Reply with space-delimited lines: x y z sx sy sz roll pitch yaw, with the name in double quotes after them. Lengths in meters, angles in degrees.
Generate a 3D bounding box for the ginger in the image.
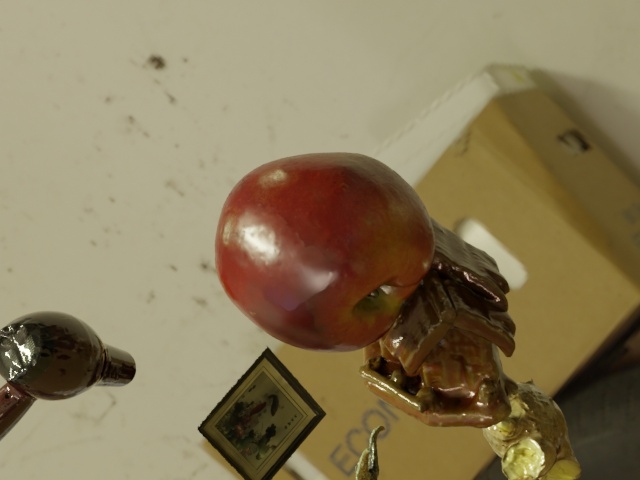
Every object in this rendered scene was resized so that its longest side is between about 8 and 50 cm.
0.279 0.260 1.538 0.102 0.157 0.216 -30 -27 22 "ginger"

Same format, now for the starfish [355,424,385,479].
0.069 0.404 1.916 0.176 0.053 0.208 92 -165 -49 "starfish"

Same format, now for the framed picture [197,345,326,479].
-0.102 0.321 2.016 0.195 0.199 0.010 -48 30 -17 "framed picture"

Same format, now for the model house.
0.121 0.083 1.358 0.220 0.229 0.199 -10 29 13 "model house"

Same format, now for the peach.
0.000 0.000 1.236 0.243 0.243 0.199 -50 -29 -18 "peach"

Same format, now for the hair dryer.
-0.433 0.251 1.612 0.340 0.123 0.312 -46 -20 -2 "hair dryer"
